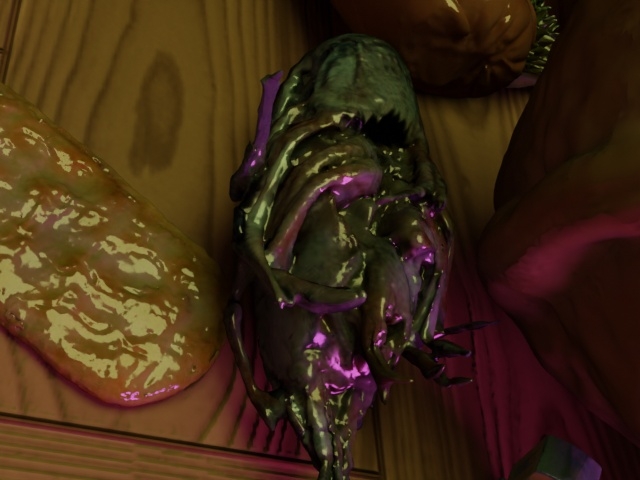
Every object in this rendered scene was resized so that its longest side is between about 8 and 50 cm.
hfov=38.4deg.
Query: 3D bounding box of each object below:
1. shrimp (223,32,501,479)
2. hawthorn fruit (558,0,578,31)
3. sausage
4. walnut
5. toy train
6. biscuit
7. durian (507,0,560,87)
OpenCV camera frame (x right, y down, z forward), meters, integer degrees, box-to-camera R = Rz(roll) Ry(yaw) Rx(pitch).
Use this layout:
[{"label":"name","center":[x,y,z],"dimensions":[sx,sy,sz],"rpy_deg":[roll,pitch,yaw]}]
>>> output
[{"label":"shrimp","center":[0.000,-0.001,0.516],"dimensions":[0.172,0.137,0.372],"rpy_deg":[34,31,-30]},{"label":"hawthorn fruit","center":[0.328,-0.239,0.903],"dimensions":[0.210,0.210,0.262],"rpy_deg":[37,49,-3]},{"label":"sausage","center":[0.058,-0.218,0.720],"dimensions":[0.121,0.121,0.304],"rpy_deg":[7,37,-30]},{"label":"walnut","center":[0.265,-0.017,0.521],"dimensions":[0.381,0.381,0.381],"rpy_deg":[19,47,-21]},{"label":"toy train","center":[0.113,0.169,0.509],"dimensions":[0.050,0.081,0.122],"rpy_deg":[33,43,2]},{"label":"biscuit","center":[-0.154,-0.010,0.507],"dimensions":[0.247,0.029,0.118],"rpy_deg":[40,44,0]},{"label":"durian","center":[0.156,-0.194,0.827],"dimensions":[0.221,0.095,0.137],"rpy_deg":[-1,57,-41]}]
